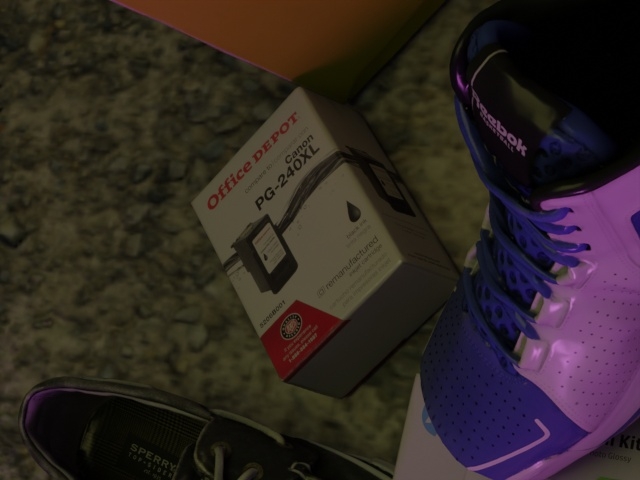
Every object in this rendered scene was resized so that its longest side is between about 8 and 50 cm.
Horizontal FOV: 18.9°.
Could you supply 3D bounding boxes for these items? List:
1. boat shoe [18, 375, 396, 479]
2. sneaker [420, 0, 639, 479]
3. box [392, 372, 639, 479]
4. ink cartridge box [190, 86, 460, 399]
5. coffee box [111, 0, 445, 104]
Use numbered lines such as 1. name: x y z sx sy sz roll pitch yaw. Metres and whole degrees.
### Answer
1. boat shoe: -0.050 0.161 1.101 0.335 0.119 0.121 14 86 40
2. sneaker: 0.112 -0.028 0.861 0.315 0.182 0.127 -53 50 33
3. box: 0.101 0.169 0.973 0.145 0.038 0.186 8 71 20
4. ink cartridge box: 0.000 0.000 1.146 0.109 0.063 0.150 -46 52 21
5. coffee box: -0.045 -0.342 1.105 0.338 0.337 0.334 -45 53 21
